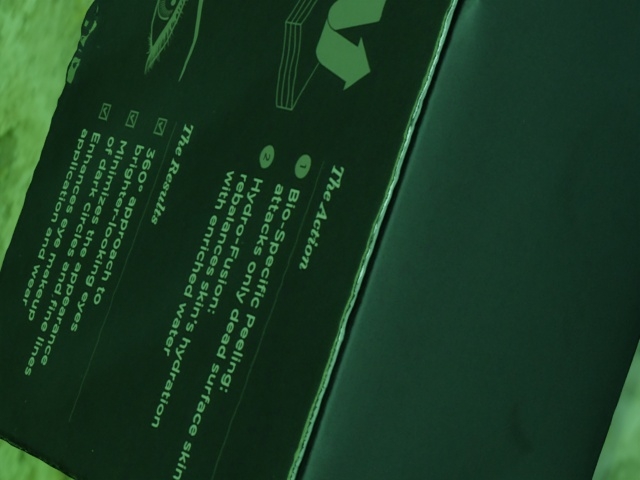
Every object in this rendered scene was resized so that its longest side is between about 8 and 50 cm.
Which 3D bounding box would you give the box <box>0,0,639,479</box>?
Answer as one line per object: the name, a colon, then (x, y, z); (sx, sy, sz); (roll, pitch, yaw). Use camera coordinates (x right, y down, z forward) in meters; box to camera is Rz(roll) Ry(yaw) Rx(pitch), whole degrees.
box: (0.000, 0.000, 0.509); (0.158, 0.093, 0.156); (18, 89, 53)
